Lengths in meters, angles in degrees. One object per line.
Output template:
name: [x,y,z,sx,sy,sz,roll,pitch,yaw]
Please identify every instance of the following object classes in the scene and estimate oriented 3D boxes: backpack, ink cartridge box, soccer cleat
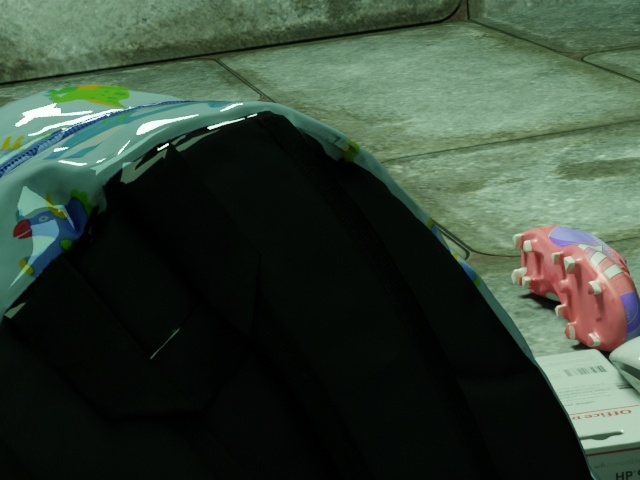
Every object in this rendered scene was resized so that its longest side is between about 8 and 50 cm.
backpack: [-0.037,0.108,0.659,0.290,0.355,0.273,-44,42,-18]
ink cartridge box: [0.175,0.138,1.187,0.104,0.060,0.180,-7,16,-6]
soccer cleat: [0.245,0.035,1.496,0.095,0.083,0.248,-4,13,-12]

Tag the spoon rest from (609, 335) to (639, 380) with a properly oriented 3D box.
spoon rest: [0.306,0.124,1.129,0.137,0.084,0.276,31,-9,-37]
